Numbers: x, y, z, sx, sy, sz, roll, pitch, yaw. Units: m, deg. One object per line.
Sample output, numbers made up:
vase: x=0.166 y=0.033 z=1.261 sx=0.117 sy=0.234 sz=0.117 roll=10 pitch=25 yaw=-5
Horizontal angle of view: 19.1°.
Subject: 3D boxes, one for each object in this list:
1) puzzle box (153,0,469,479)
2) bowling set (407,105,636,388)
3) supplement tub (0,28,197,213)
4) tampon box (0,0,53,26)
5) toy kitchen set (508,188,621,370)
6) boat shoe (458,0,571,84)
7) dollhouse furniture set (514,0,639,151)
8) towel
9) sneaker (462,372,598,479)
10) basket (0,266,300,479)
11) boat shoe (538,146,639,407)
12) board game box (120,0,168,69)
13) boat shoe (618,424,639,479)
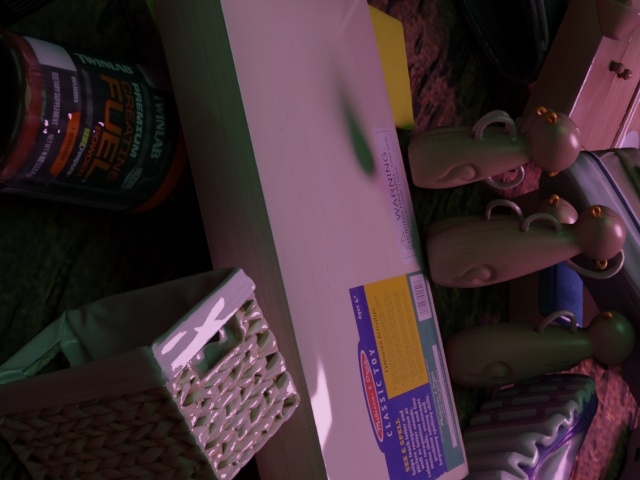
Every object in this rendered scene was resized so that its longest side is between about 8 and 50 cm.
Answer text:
puzzle box: x=0.000 y=0.000 z=1.342 sx=0.272 sy=0.052 sz=0.409 roll=-11 pitch=88 yaw=-68
bowling set: x=0.154 y=-0.040 z=1.504 sx=0.287 sy=0.154 sz=0.200 roll=77 pitch=6 yaw=-46
supplement tub: x=-0.152 y=-0.074 z=1.260 sx=0.198 sy=0.106 sz=0.106 roll=8 pitch=68 yaw=-46
tampon box: x=-0.217 y=-0.248 z=1.265 sx=0.161 sy=0.101 sz=0.120 roll=41 pitch=47 yaw=-28
toy kitchen set: x=0.292 y=0.029 z=1.654 sx=0.207 sy=0.166 sz=0.122 roll=25 pitch=57 yaw=-39
boat shoe: x=0.140 y=-0.281 z=1.675 sx=0.102 sy=0.108 sz=0.301 roll=-35 pitch=108 yaw=-50
dollhouse furniture set: x=0.371 y=-0.103 z=1.610 sx=0.303 sy=0.355 sz=0.174 roll=28 pitch=85 yaw=-54
towel: x=-0.001 y=-0.154 z=1.502 sx=0.237 sy=0.021 sz=0.102 roll=15 pitch=67 yaw=-53
sneaker: x=0.158 y=0.201 z=1.503 sx=0.236 sy=0.095 sz=0.104 roll=-51 pitch=119 yaw=-40
basket: x=-0.111 y=0.097 z=1.189 sx=0.113 sy=0.167 sz=0.103 roll=-44 pitch=112 yaw=-47
boat shoe: x=0.286 y=0.048 z=1.556 sx=0.094 sy=0.109 sz=0.302 roll=-18 pitch=71 yaw=-20
board game box: x=-0.106 y=-0.189 z=1.419 sx=0.103 sy=0.026 sz=0.154 roll=-18 pitch=88 yaw=-50
boat shoe: x=0.286 y=0.208 z=1.675 sx=0.035 sy=0.035 sz=0.100 roll=45 pitch=39 yaw=-22
